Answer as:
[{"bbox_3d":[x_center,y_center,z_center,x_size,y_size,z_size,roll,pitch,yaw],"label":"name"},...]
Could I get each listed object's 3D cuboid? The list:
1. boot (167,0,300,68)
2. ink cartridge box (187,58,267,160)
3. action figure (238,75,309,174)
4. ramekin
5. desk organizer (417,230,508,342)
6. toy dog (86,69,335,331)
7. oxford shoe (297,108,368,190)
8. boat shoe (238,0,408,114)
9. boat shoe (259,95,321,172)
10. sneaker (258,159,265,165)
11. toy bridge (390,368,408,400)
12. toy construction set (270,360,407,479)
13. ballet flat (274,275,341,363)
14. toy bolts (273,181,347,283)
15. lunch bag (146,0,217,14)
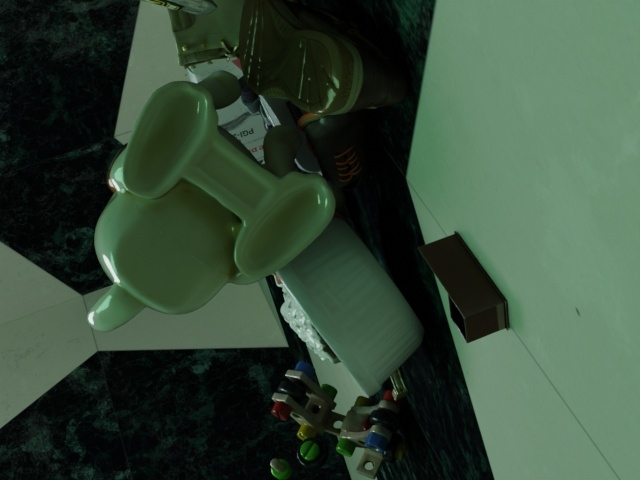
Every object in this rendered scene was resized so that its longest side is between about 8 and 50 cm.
[{"bbox_3d":[-0.114,-0.287,1.634,0.095,0.203,0.262,93,156,-72],"label":"boot"},{"bbox_3d":[-0.155,-0.264,2.110,0.092,0.158,0.218,-125,17,-58],"label":"ink cartridge box"},{"bbox_3d":[-0.067,-0.184,1.988,0.185,0.099,0.285,54,168,38],"label":"action figure"},{"bbox_3d":[0.042,0.087,1.600,0.273,0.127,0.273,53,178,2],"label":"ramekin"},{"bbox_3d":[0.159,0.052,1.216,0.130,0.050,0.047,-119,12,-47],"label":"desk organizer"},{"bbox_3d":[-0.186,-0.049,1.589,0.284,0.395,0.408,28,-173,-14],"label":"toy dog"},{"bbox_3d":[0.033,-0.133,1.479,0.271,0.097,0.098,56,-172,-82],"label":"oxford shoe"},{"bbox_3d":[-0.003,-0.230,1.340,0.342,0.123,0.123,37,123,58],"label":"boat shoe"},{"bbox_3d":[-0.056,-0.240,1.790,0.267,0.096,0.088,63,169,-13],"label":"boat shoe"},{"bbox_3d":[-0.149,-0.223,2.470,0.122,0.110,0.283,53,-171,-46],"label":"sneaker"},{"bbox_3d":[0.110,0.193,1.946,0.063,0.026,0.188,91,158,-64],"label":"toy bridge"},{"bbox_3d":[0.051,0.322,2.098,0.237,0.257,0.309,60,-156,-57],"label":"toy construction set"},{"bbox_3d":[-0.027,0.078,2.064,0.147,0.147,0.409,83,174,-56],"label":"ballet flat"},{"bbox_3d":[0.000,0.000,1.903,0.218,0.158,0.228,32,163,-31],"label":"toy bolts"},{"bbox_3d":[-0.134,-0.354,1.260,0.235,0.287,0.169,-146,37,-75],"label":"lunch bag"}]
